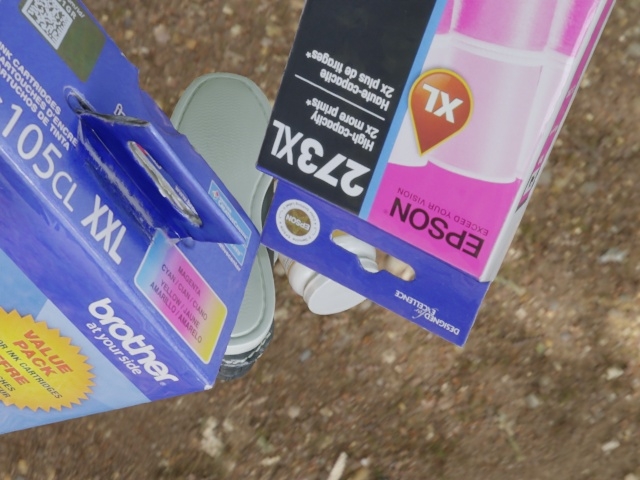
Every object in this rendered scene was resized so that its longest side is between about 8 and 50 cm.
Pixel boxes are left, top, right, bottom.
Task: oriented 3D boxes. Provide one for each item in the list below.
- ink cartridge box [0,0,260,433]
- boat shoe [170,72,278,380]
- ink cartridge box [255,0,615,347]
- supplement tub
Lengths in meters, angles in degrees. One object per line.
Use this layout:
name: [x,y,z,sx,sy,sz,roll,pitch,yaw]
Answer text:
ink cartridge box: [-0.227,-0.011,0.808,0.270,0.395,0.151,53,33,-33]
boat shoe: [-0.094,-0.018,1.141,0.114,0.091,0.303,5,59,-5]
ink cartridge box: [0.069,-0.104,0.783,0.175,0.371,0.069,27,32,15]
supplement tub: [0.000,0.000,1.913,0.144,0.144,0.200,-12,58,-24]
